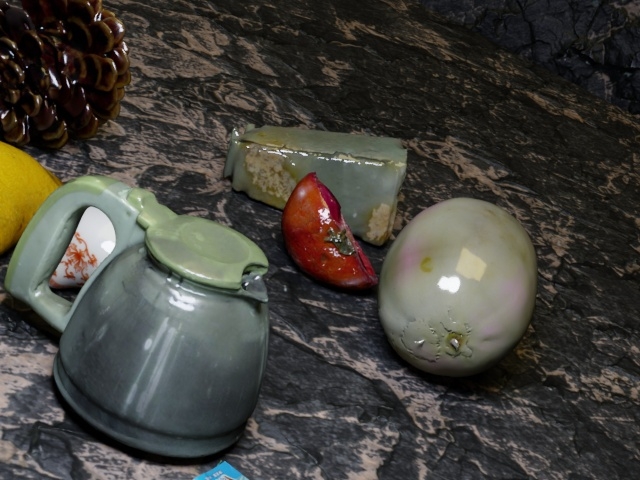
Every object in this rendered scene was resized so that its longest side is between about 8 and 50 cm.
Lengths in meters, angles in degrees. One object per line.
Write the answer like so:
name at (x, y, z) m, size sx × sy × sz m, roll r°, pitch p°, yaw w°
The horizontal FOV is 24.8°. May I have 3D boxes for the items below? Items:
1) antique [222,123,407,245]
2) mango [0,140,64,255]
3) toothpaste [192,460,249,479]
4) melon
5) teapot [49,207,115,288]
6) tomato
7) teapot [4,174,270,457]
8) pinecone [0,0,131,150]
antique at (-0.011, -0.104, 2.304) m, size 0.284 × 0.150 × 0.125 m, roll 14°, pitch 22°, yaw -2°
mango at (-0.450, -0.051, 1.804) m, size 0.187 × 0.144 × 0.359 m, roll 49°, pitch 24°, yaw 8°
toothpaste at (-0.028, 0.334, 1.524) m, size 0.266 × 0.050 × 0.065 m, roll 35°, pitch 25°, yaw 21°
melon at (0.192, 0.063, 2.033) m, size 0.223 × 0.223 × 0.317 m, roll 24°, pitch 31°, yaw 0°
teapot at (-0.255, 0.011, 1.897) m, size 0.245 × 0.116 × 0.159 m, roll 9°, pitch 32°, yaw -52°
tomato at (0.000, 0.000, 2.144) m, size 0.189 × 0.099 × 0.173 m, roll 60°, pitch 4°, yaw -12°
teapot at (-0.184, 0.068, 1.686) m, size 0.239 × 0.239 × 0.321 m, roll 1°, pitch 33°, yaw -41°
pinecone at (-0.412, -0.246, 2.103) m, size 0.246 × 0.246 × 0.292 m, roll 30°, pitch 28°, yaw 13°
